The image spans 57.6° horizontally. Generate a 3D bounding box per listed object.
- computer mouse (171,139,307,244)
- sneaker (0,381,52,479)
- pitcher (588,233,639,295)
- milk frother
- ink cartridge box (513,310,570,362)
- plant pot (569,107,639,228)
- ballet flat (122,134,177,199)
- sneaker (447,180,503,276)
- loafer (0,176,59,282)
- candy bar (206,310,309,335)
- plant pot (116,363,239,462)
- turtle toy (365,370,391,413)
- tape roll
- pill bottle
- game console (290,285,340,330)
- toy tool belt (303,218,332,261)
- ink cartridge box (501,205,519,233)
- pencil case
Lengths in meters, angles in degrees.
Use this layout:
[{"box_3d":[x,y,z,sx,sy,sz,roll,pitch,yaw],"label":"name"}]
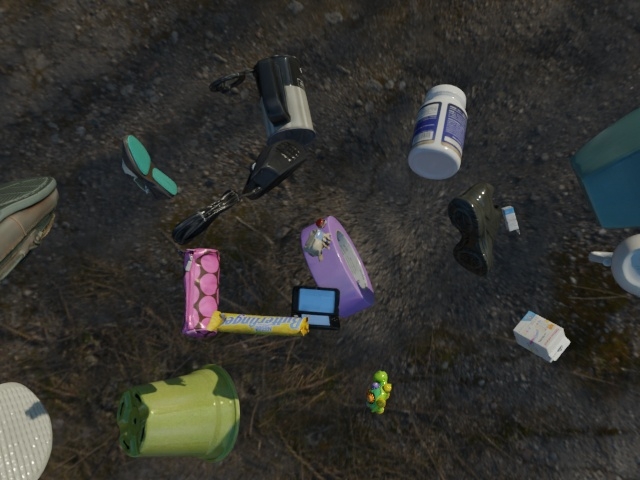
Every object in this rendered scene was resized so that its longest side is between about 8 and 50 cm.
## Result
[{"box_3d":[-0.088,-0.063,0.653,0.041,0.242,0.071,50,126,-3],"label":"computer mouse"},{"box_3d":[-0.442,0.295,0.660,0.150,0.366,0.135,-25,105,5],"label":"sneaker"},{"box_3d":[0.643,0.046,1.199,0.178,0.207,0.125,0,94,30],"label":"pitcher"},{"box_3d":[-0.097,-0.220,0.957,0.143,0.129,0.134,-19,74,29],"label":"milk frother"},{"box_3d":[0.707,0.309,1.853,0.092,0.090,0.143,-46,43,-13],"label":"ink cartridge box"},{"box_3d":[0.556,-0.125,0.965,0.234,0.165,0.165,-25,111,20],"label":"plant pot"},{"box_3d":[-0.417,-0.161,1.361,0.074,0.203,0.074,-13,52,17],"label":"ballet flat"},{"box_3d":[0.400,-0.023,1.441,0.109,0.286,0.130,30,62,36],"label":"sneaker"},{"box_3d":[-0.356,0.006,0.619,0.096,0.267,0.084,-6,113,4],"label":"loafer"},{"box_3d":[-0.094,0.128,0.896,0.161,0.040,0.018,1,129,12],"label":"candy bar"},{"box_3d":[-0.406,0.486,1.606,0.276,0.254,0.276,-10,76,46],"label":"plant pot"},{"box_3d":[0.176,0.458,1.759,0.066,0.095,0.130,20,60,13],"label":"turtle toy"},{"box_3d":[0.050,0.072,1.617,0.090,0.275,0.274,-26,88,12],"label":"tape roll"},{"box_3d":[0.357,-0.328,1.741,0.153,0.153,0.264,11,62,9],"label":"pill bottle"},{"box_3d":[-0.011,0.168,1.444,0.122,0.107,0.071,4,108,-4],"label":"game console"},{"box_3d":[0.000,0.000,1.272,0.051,0.052,0.083,39,63,-32],"label":"toy tool belt"},{"box_3d":[0.564,-0.057,1.724,0.028,0.048,0.083,-16,96,11],"label":"ink cartridge box"},{"box_3d":[-0.287,0.123,1.367,0.095,0.098,0.209,-4,80,5],"label":"pencil case"}]
